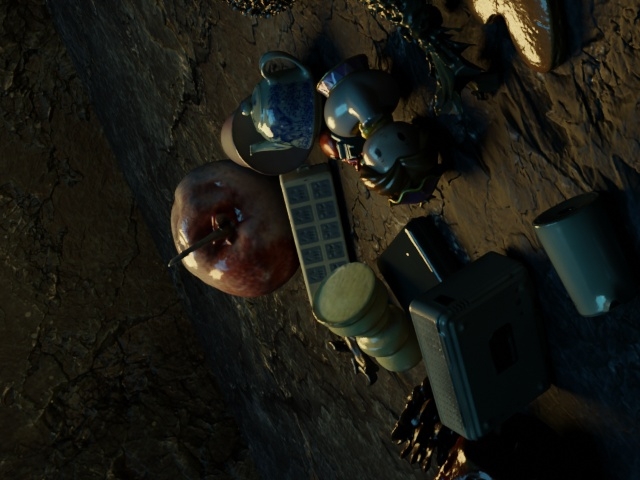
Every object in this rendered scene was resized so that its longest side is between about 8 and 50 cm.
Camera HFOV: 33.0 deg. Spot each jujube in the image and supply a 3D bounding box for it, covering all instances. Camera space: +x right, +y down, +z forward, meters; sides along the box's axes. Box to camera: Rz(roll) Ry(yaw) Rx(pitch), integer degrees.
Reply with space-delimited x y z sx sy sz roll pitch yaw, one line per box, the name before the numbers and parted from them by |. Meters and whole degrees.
jujube | 0.319 0.467 1.859 0.276 0.276 0.376 41 152 44

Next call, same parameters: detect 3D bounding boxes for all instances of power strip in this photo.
power strip | 0.000 0.000 2.270 0.043 0.106 0.367 -103 -1 -55

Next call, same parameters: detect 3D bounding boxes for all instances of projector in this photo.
projector | 0.266 0.170 1.735 0.099 0.192 0.256 24 138 52

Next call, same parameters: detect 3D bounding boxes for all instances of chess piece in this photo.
chess piece | 0.112 0.167 2.119 0.251 0.144 0.144 44 174 -38

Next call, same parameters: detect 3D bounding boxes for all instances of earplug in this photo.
earplug | -0.135 -0.217 2.265 0.172 0.172 0.301 65 165 -9

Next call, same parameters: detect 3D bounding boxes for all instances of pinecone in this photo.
pinecone | 0.240 0.349 2.034 0.207 0.208 0.207 49 156 31

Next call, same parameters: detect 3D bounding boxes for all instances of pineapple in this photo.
pineapple | 0.141 -0.305 1.546 0.277 0.119 0.130 57 140 10

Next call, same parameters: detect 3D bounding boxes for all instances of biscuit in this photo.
biscuit | 0.240 -0.312 1.408 0.192 0.036 0.186 32 146 55

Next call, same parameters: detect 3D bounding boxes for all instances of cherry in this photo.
cherry | -0.192 -0.032 2.430 0.326 0.291 0.335 44 -179 -21

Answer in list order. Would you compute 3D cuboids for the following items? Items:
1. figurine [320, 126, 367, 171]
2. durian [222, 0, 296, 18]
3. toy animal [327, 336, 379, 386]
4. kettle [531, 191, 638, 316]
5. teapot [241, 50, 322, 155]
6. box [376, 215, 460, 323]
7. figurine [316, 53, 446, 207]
figurine | 0.042 -0.179 2.000 0.140 0.068 0.075 28 144 53
durian | -0.106 -0.481 1.889 0.196 0.167 0.196 38 172 7
toy animal | 0.100 0.202 2.311 0.146 0.115 0.245 37 127 37
kettle | 0.355 0.021 1.469 0.148 0.098 0.127 62 155 -10
teapot | -0.077 -0.253 2.031 0.159 0.159 0.232 47 144 36
box | 0.181 0.059 1.992 0.160 0.050 0.230 59 160 11
figurine | 0.105 -0.171 1.770 0.263 0.142 0.189 57 -169 10
